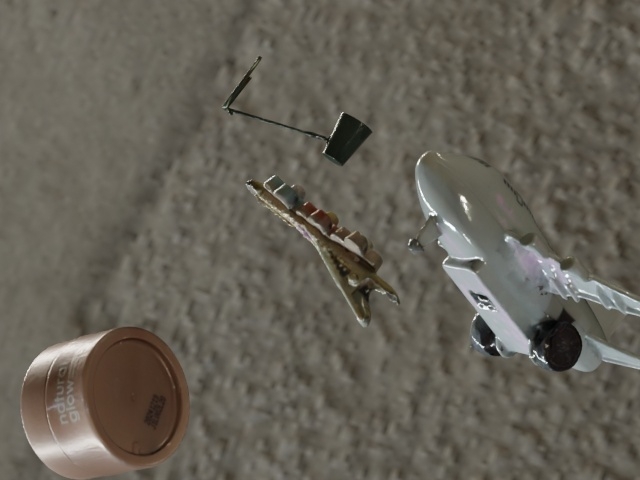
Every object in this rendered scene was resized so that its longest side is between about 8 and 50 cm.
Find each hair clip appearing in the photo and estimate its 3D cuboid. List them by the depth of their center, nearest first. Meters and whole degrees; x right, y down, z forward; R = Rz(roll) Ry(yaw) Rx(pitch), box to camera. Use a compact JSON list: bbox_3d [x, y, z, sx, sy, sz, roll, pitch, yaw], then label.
[{"bbox_3d":[0.005,-0.004,1.636,0.056,0.062,0.214,-38,53,-4],"label":"hair clip"}]

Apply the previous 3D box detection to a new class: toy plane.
[{"bbox_3d":[0.149,0.027,1.348,0.251,0.255,0.101,12,64,56],"label":"toy plane"}]

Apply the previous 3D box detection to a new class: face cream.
[{"bbox_3d":[-0.223,0.170,1.844,0.104,0.149,0.149,-16,60,40],"label":"face cream"}]

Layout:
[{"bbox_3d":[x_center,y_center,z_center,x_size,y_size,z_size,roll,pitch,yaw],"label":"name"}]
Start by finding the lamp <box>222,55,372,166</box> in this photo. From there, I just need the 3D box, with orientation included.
[{"bbox_3d":[-0.020,-0.103,1.525,0.054,0.121,0.041,-58,3,-6],"label":"lamp"}]
